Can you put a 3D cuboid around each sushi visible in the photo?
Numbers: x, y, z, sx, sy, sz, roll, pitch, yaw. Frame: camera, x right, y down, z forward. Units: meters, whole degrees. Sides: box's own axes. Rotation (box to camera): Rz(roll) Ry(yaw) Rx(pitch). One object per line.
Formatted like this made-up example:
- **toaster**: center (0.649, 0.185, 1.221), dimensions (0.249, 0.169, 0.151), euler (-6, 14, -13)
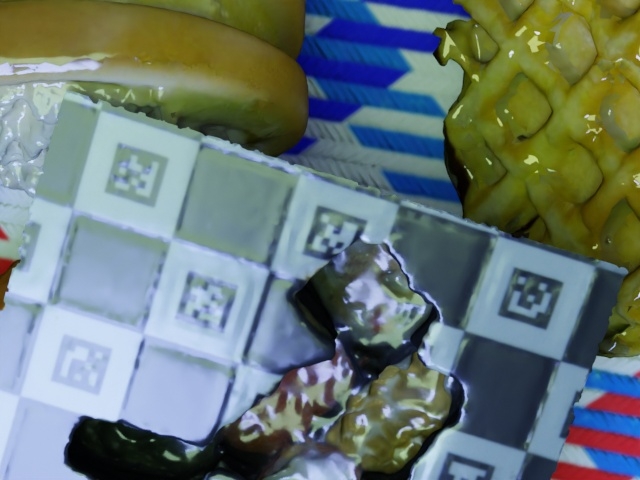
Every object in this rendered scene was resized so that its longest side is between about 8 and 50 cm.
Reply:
- **sushi**: center (-0.034, 0.113, 0.987), dimensions (0.359, 0.064, 0.343), euler (17, 104, -3)

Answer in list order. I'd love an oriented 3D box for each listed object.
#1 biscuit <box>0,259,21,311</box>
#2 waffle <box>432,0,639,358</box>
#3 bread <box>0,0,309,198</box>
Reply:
- **biscuit**: center (-0.193, 0.175, 1.139), dimensions (0.318, 0.110, 0.312), euler (-40, 77, 7)
- **waffle**: center (0.224, -0.104, 0.958), dimensions (0.382, 0.095, 0.379), euler (12, 111, 43)
- **bread**: center (-0.153, -0.161, 1.010), dimensions (0.316, 0.211, 0.270), euler (6, 81, -12)
